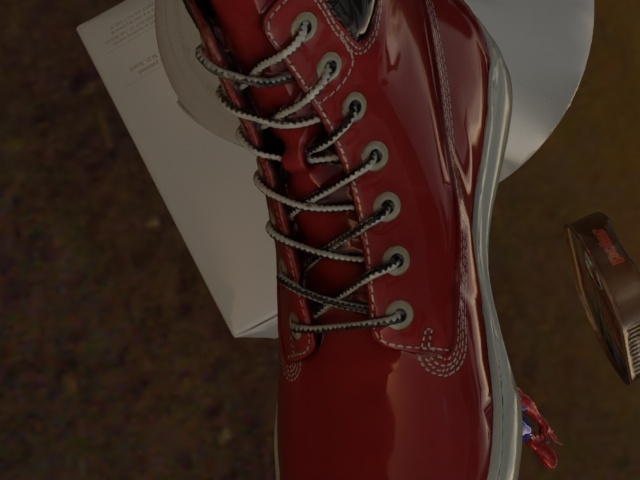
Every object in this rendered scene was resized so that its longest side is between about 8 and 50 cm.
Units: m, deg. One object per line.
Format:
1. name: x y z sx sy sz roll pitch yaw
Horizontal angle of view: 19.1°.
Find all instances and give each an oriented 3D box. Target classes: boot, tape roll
1. boot: 0.000 0.000 0.611 0.176 0.088 0.244 43 45 -57
2. tape roll: 0.035 -0.156 1.252 0.169 0.246 0.246 22 60 -51

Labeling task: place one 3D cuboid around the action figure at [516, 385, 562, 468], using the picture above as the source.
1. action figure: 0.073 0.078 0.770 0.030 0.038 0.115 59 3 28

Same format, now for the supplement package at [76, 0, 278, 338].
1. supplement package: -0.049 -0.082 1.613 0.293 0.175 0.177 62 6 7

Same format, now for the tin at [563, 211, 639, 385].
1. tin: 0.243 0.048 1.574 0.106 0.040 0.190 60 -3 31
